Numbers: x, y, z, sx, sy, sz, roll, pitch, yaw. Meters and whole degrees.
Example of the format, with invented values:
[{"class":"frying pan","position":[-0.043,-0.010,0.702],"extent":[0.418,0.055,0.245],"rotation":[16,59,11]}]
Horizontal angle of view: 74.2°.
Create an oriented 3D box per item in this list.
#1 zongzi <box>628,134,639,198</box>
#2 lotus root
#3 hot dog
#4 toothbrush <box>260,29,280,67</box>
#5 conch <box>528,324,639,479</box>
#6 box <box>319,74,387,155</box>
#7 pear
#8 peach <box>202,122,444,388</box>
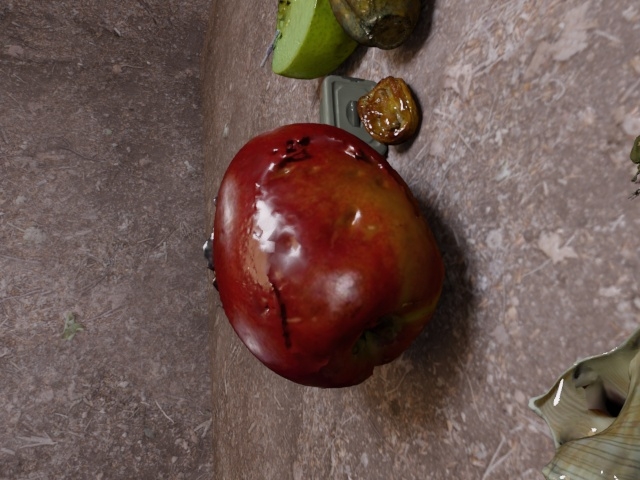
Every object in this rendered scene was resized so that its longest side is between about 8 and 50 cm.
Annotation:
[{"class":"zongzi","position":[0.325,-0.064,0.335],"extent":[0.130,0.062,0.154],"rotation":[56,143,35]},{"class":"lotus root","position":[0.088,-0.466,0.738],"extent":[0.152,0.160,0.275],"rotation":[125,131,-64]},{"class":"hot dog","position":[0.120,-0.238,0.760],"extent":[0.099,0.065,0.147],"rotation":[-29,55,25]},{"class":"toothbrush","position":[-0.121,-0.455,1.013],"extent":[0.131,0.011,0.013],"rotation":[-32,41,61]},{"class":"conch","position":[0.262,0.186,0.381],"extent":[0.137,0.114,0.234],"rotation":[-16,37,53]},{"class":"box","position":[0.056,-0.230,0.850],"extent":[0.093,0.124,0.172],"rotation":[134,135,-68]},{"class":"pear","position":[0.009,-0.502,0.936],"extent":[0.292,0.159,0.292],"rotation":[180,90,-64]},{"class":"peach","position":[0.000,0.000,0.673],"extent":[0.416,0.339,0.353],"rotation":[57,141,42]}]
